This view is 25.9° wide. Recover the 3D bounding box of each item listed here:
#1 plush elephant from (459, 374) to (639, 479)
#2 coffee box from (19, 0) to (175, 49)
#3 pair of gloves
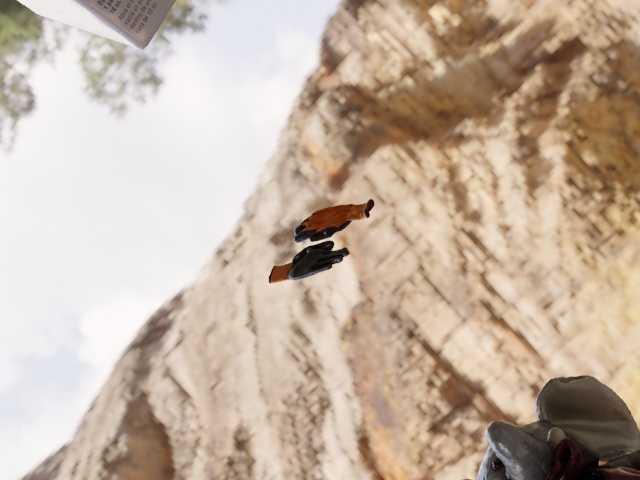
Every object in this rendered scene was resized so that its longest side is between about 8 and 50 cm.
[{"bbox_3d":[0.270,0.272,1.487,0.255,0.272,0.330,32,168,23],"label":"plush elephant"},{"bbox_3d":[-0.215,-0.247,0.796,0.297,0.119,0.168,34,174,-38],"label":"coffee box"},{"bbox_3d":[0.000,0.000,1.052,0.010,0.074,0.083,55,-140,-26],"label":"pair of gloves"}]
